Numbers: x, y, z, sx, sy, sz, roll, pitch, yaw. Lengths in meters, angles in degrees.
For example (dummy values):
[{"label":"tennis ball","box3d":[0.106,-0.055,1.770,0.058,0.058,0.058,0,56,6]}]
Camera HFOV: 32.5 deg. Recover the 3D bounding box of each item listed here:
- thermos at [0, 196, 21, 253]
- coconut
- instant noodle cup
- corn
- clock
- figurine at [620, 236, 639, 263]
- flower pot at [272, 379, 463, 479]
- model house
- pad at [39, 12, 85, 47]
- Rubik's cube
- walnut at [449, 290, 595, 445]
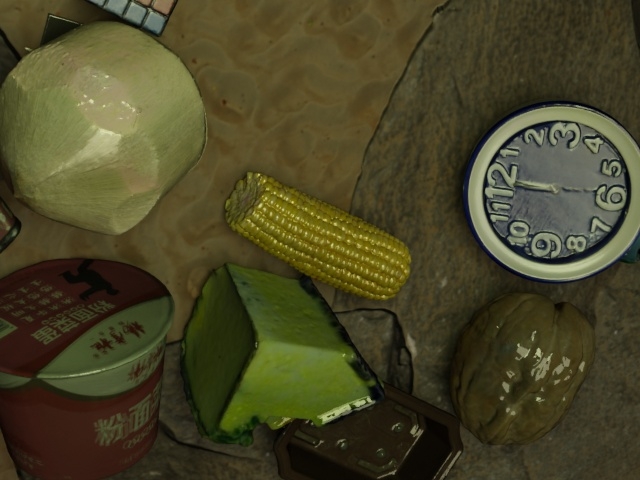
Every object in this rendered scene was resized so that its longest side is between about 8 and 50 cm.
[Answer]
[{"label":"thermos","box3d":[-0.444,-0.124,1.159,0.136,0.109,0.330,-32,116,-4]},{"label":"coconut","box3d":[-0.240,-0.113,1.147,0.234,0.224,0.224,-35,124,-46]},{"label":"instant noodle cup","box3d":[-0.279,0.151,1.263,0.235,0.234,0.178,-8,122,-15]},{"label":"corn","box3d":[0.000,0.000,1.359,0.244,0.093,0.093,25,101,-22]},{"label":"clock","box3d":[0.297,-0.065,1.392,0.231,0.083,0.230,2,105,9]},{"label":"figurine","box3d":[0.454,-0.047,1.470,0.145,0.114,0.178,22,92,10]},{"label":"flower pot","box3d":[0.057,0.261,1.479,0.251,0.084,0.178,29,99,-24]},{"label":"model house","box3d":[-0.042,0.144,1.346,0.211,0.194,0.170,11,115,-28]},{"label":"pad","box3d":[-0.273,-0.151,1.262,0.127,0.004,0.190,13,104,-22]},{"label":"Rubik's cube","box3d":[-0.200,-0.286,1.185,0.092,0.092,0.092,23,102,-24]},{"label":"walnut","box3d":[0.262,0.175,1.472,0.178,0.178,0.230,15,109,-22]}]
